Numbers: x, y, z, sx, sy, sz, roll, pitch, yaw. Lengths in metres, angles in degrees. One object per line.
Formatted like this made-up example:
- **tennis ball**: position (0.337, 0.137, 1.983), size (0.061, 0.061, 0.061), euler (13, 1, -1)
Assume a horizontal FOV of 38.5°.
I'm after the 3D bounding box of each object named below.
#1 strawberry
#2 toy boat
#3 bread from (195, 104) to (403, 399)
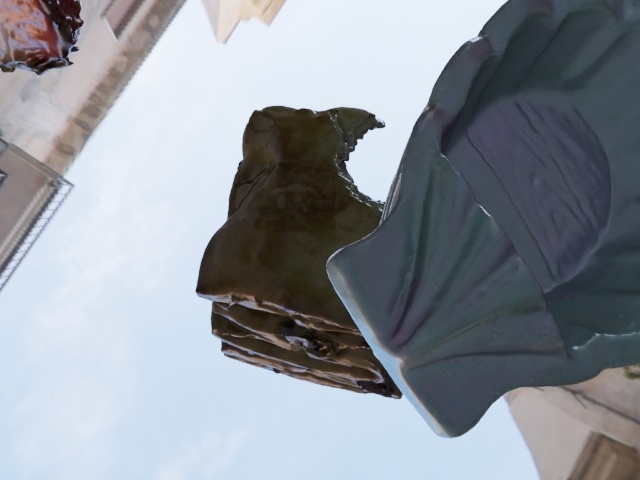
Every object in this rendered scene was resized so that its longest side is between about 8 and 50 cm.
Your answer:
- **strawberry**: position (-0.318, -0.273, 0.896), size (0.190, 0.236, 0.111), euler (14, -119, 15)
- **toy boat**: position (0.119, -0.020, 0.500), size (0.290, 0.100, 0.199), euler (-36, -88, -31)
- **bread**: position (0.000, 0.000, 1.200), size (0.314, 0.191, 0.370), euler (9, -97, 24)
